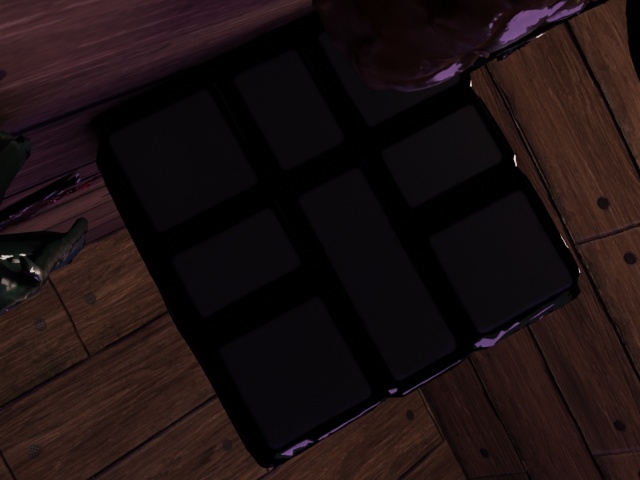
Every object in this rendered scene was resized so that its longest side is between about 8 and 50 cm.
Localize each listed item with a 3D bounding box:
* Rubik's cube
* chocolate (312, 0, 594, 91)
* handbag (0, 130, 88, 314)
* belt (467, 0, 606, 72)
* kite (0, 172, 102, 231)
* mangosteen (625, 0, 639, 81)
[{"bbox_3d":[0.000,0.000,0.845,0.283,0.293,0.288,-30,173,-9],"label":"Rubik's cube"},{"bbox_3d":[0.101,-0.160,0.591,0.148,0.093,0.214,-27,-176,-29],"label":"chocolate"},{"bbox_3d":[-0.250,0.028,0.445,0.274,0.100,0.269,-26,-173,-4],"label":"handbag"},{"bbox_3d":[0.195,-0.233,0.931,0.126,0.094,0.359,-28,-177,-30],"label":"belt"},{"bbox_3d":[-0.310,-0.032,1.057,0.189,0.009,0.232,-31,-174,-34],"label":"kite"},{"bbox_3d":[0.545,-0.303,1.179,0.381,0.421,0.381,-16,-133,17],"label":"mangosteen"}]
